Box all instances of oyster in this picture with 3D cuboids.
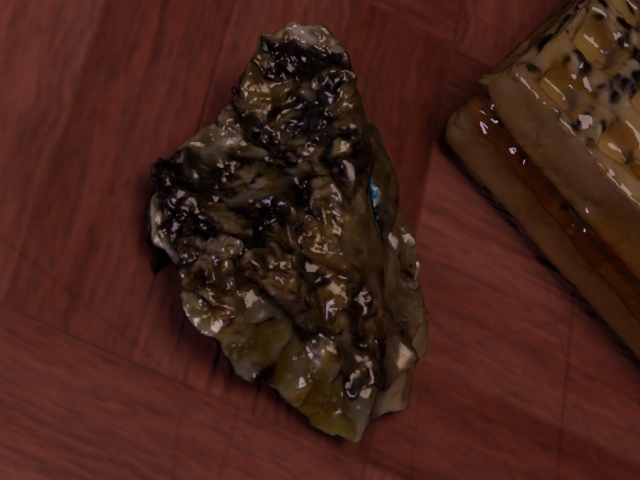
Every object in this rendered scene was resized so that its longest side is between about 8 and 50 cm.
[{"bbox_3d":[0.000,0.000,1.191,0.223,0.083,0.214,43,55,-16],"label":"oyster"}]

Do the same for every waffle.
[{"bbox_3d":[0.288,-0.029,1.359,0.376,0.114,0.261,48,53,-3],"label":"waffle"}]
